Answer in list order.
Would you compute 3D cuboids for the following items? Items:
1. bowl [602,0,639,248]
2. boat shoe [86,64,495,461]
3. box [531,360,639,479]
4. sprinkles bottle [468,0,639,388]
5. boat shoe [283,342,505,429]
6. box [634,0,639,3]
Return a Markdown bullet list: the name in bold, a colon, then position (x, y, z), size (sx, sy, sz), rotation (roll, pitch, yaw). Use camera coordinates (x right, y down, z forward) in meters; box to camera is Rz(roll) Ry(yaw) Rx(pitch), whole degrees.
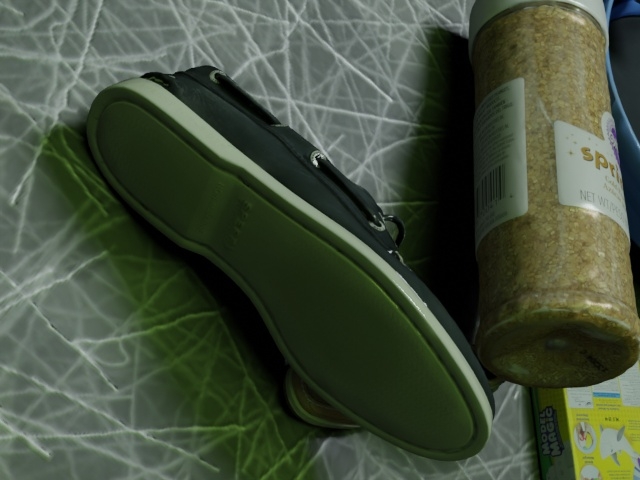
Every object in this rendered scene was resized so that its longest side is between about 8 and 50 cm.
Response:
- **bowl**: position (0.407, -0.103, 1.028), size (0.391, 0.077, 0.391), rotation (15, 58, -26)
- **boat shoe**: position (-0.002, 0.002, 0.699), size (0.340, 0.127, 0.113), rotation (39, 42, 9)
- **box**: position (0.236, 0.190, 0.861), size (0.105, 0.043, 0.179), rotation (8, 67, -32)
- **sprinkles bottle**: position (0.181, -0.061, 0.822), size (0.121, 0.121, 0.355), rotation (25, 51, -25)
- **boat shoe**: position (0.065, 0.096, 0.757), size (0.190, 0.072, 0.068), rotation (-4, 77, -35)
- **box**: position (0.333, -0.257, 0.998), size (0.067, 0.018, 0.083), rotation (19, 57, -24)
